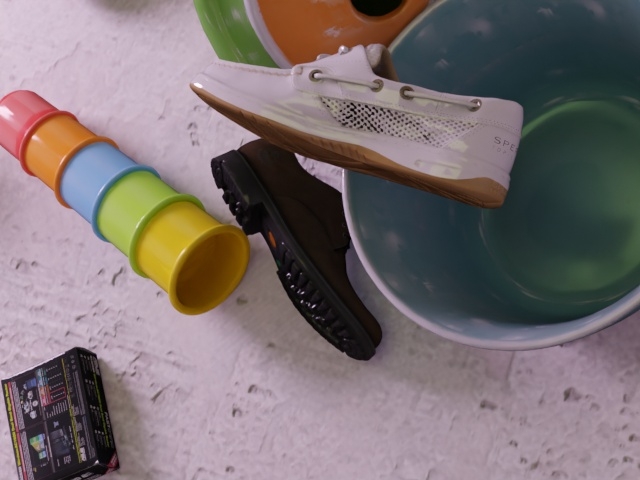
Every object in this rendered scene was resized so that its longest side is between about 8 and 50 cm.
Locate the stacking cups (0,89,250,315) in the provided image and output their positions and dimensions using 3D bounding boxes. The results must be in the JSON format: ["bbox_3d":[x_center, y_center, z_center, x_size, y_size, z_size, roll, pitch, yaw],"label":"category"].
[{"bbox_3d":[-0.204,-0.043,1.647,0.316,0.096,0.096,34,93,35],"label":"stacking cups"}]

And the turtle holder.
[{"bbox_3d":[0.029,-0.256,1.506,0.227,0.320,0.243,-10,98,32],"label":"turtle holder"}]

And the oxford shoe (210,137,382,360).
[{"bbox_3d":[0.000,0.000,1.521,0.096,0.083,0.227,-27,77,-19],"label":"oxford shoe"}]

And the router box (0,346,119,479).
[{"bbox_3d":[-0.247,0.174,1.628,0.092,0.038,0.122,-23,65,20],"label":"router box"}]

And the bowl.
[{"bbox_3d":[0.190,-0.048,1.386,0.311,0.163,0.312,-9,71,26],"label":"bowl"}]

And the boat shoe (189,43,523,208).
[{"bbox_3d":[0.031,-0.106,1.343,0.277,0.098,0.096,19,85,22],"label":"boat shoe"}]
